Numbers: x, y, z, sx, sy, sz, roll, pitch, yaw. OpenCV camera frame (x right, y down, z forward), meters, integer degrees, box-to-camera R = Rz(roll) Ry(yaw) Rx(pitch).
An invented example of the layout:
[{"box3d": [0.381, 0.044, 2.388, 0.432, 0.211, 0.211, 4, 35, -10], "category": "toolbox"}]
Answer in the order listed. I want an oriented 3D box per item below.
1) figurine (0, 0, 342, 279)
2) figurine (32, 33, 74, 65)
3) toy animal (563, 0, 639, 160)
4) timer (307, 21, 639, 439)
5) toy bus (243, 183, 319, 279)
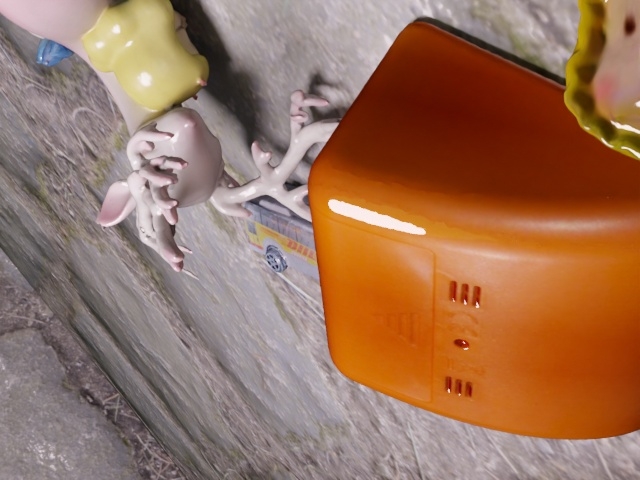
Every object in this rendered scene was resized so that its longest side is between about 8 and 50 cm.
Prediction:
[{"box3d": [-0.137, -0.113, 0.761, 0.316, 0.206, 0.284, 57, 155, -10], "category": "figurine"}, {"box3d": [-0.281, -0.243, 0.957, 0.114, 0.079, 0.114, -28, 56, 53], "category": "figurine"}, {"box3d": [0.201, -0.047, 0.378, 0.156, 0.156, 0.230, -15, 97, 62], "category": "toy animal"}, {"box3d": [0.133, 0.018, 0.614, 0.250, 0.161, 0.257, 20, 143, 22], "category": "timer"}, {"box3d": [0.000, 0.000, 0.847, 0.190, 0.064, 0.075, 24, 138, 44], "category": "toy bus"}]
